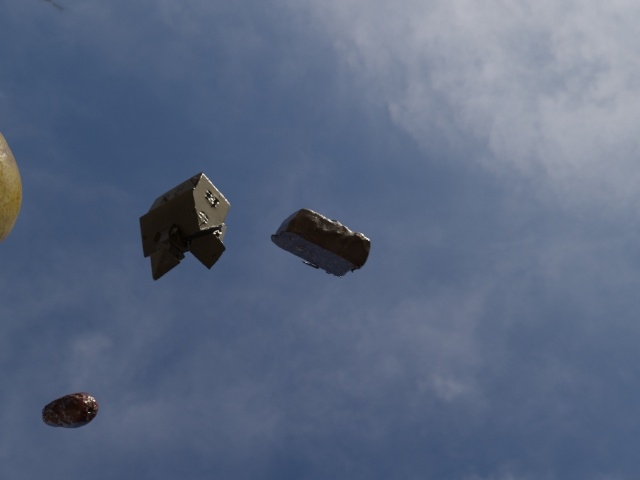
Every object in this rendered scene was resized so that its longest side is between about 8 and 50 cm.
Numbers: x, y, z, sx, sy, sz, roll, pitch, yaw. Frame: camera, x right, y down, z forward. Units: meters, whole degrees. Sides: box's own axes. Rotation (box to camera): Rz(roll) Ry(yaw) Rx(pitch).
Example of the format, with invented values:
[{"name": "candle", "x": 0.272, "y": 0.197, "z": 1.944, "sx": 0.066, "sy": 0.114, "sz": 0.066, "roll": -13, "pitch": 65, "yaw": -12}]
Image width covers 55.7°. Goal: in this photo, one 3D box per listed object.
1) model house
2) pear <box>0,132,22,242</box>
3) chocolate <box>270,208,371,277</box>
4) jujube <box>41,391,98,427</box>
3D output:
[{"name": "model house", "x": -0.301, "y": 0.010, "z": 1.315, "sx": 0.176, "sy": 0.181, "sz": 0.248, "roll": 49, "pitch": -144, "yaw": -28}, {"name": "pear", "x": -0.441, "y": -0.068, "z": 0.666, "sx": 0.209, "sy": 0.209, "sz": 0.209, "roll": 1, "pitch": -104, "yaw": -4}, {"name": "chocolate", "x": 0.000, "y": 0.000, "z": 1.426, "sx": 0.214, "sy": 0.148, "sz": 0.093, "roll": 30, "pitch": -114, "yaw": -14}, {"name": "jujube", "x": -0.540, "y": 0.369, "z": 1.304, "sx": 0.129, "sy": 0.077, "sz": 0.077, "roll": -17, "pitch": -104, "yaw": 21}]
